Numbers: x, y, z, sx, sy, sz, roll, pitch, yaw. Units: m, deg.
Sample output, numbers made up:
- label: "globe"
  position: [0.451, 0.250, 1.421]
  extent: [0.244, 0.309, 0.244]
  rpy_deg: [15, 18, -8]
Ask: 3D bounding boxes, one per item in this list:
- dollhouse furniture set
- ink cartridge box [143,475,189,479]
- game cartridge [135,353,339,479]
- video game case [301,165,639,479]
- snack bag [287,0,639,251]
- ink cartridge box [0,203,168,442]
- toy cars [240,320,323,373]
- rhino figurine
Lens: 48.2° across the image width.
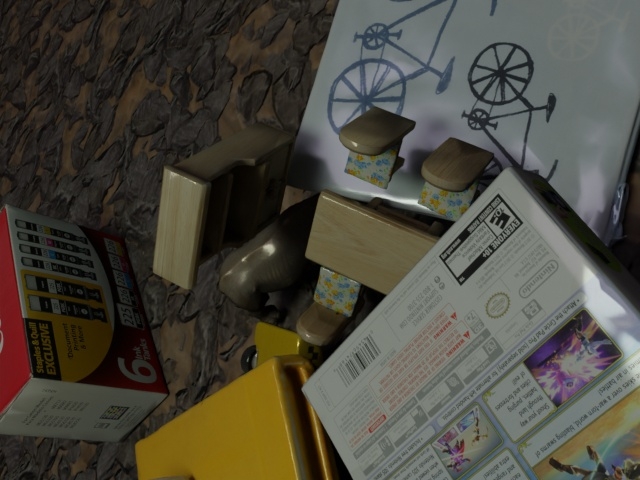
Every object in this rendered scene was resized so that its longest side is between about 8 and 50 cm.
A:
- label: "dollhouse furniture set"
  position: [0.000, 0.000, 0.639]
  extent: [0.242, 0.161, 0.212]
  rpy_deg: [24, 123, 16]
- label: "ink cartridge box"
  position: [-0.137, 0.396, 0.623]
  extent: [0.306, 0.131, 0.226]
  rpy_deg: [38, 116, 46]
- label: "game cartridge"
  position: [-0.086, 0.300, 0.714]
  extent: [0.324, 0.053, 0.285]
  rpy_deg: [-38, 58, 45]
- label: "video game case"
  position: [0.132, 0.127, 0.522]
  extent: [0.269, 0.061, 0.244]
  rpy_deg: [-51, 54, 28]
- label: "snack bag"
  position: [0.155, -0.172, 0.701]
  extent: [0.343, 0.037, 0.323]
  rpy_deg: [15, 84, 25]
- label: "ink cartridge box"
  position: [-0.392, 0.111, 1.002]
  extent: [0.130, 0.272, 0.309]
  rpy_deg: [-46, 50, 22]
- label: "toy cars"
  position: [0.004, 0.268, 0.711]
  extent: [0.176, 0.087, 0.393]
  rpy_deg: [-46, 52, 38]
- label: "rhino figurine"
  position: [-0.016, -0.002, 0.804]
  extent: [0.243, 0.106, 0.073]
  rpy_deg: [-41, 54, 16]
